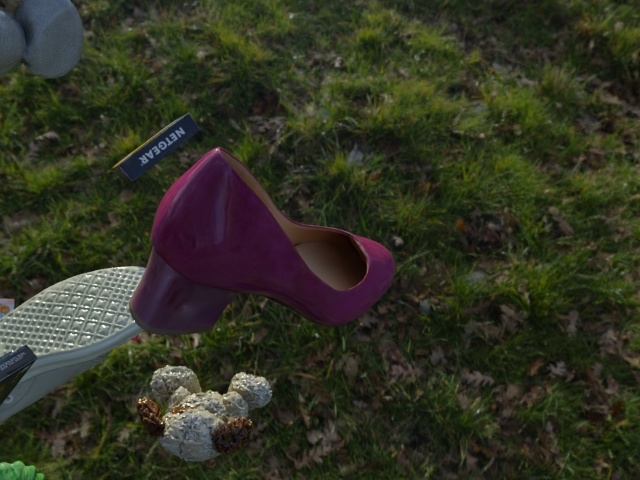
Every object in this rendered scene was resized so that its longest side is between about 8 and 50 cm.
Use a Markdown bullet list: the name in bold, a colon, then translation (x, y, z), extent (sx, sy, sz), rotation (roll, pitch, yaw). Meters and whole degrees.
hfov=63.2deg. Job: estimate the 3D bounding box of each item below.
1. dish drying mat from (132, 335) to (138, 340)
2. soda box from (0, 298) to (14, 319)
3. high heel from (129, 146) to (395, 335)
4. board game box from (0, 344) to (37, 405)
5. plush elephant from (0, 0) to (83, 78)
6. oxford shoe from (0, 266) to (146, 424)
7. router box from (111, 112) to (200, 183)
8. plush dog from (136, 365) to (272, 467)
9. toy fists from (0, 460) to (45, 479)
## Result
- **dish drying mat**: translation (-0.510, 0.232, 1.433), extent (0.032, 0.008, 0.083), rotation (13, 81, -16)
- **soda box**: translation (-0.793, 0.162, 1.164), extent (0.058, 0.183, 0.063), rotation (-19, 70, 41)
- **high heel**: translation (0.000, 0.000, 0.545), extent (0.377, 0.181, 0.127), rotation (-9, 51, -51)
- **board game box**: translation (-0.430, 0.204, 0.624), extent (0.026, 0.186, 0.126), rotation (50, 34, 0)
- **plush elephant**: translation (-0.498, -0.339, 0.735), extent (0.271, 0.255, 0.330), rotation (-8, 18, -36)
- **oxford shoe**: translation (-0.465, 0.189, 0.892), extent (0.449, 0.130, 0.169), rotation (-31, 55, -18)
- **router box**: translation (-0.348, -0.192, 1.094), extent (0.179, 0.046, 0.133), rotation (-44, 22, -19)
- **plush dog**: translation (-0.244, 0.372, 1.047), extent (0.262, 0.225, 0.211), rotation (6, 82, 4)
- **toy fists**: translation (-0.829, 0.615, 1.270), extent (0.279, 0.096, 0.142), rotation (15, 56, -28)
